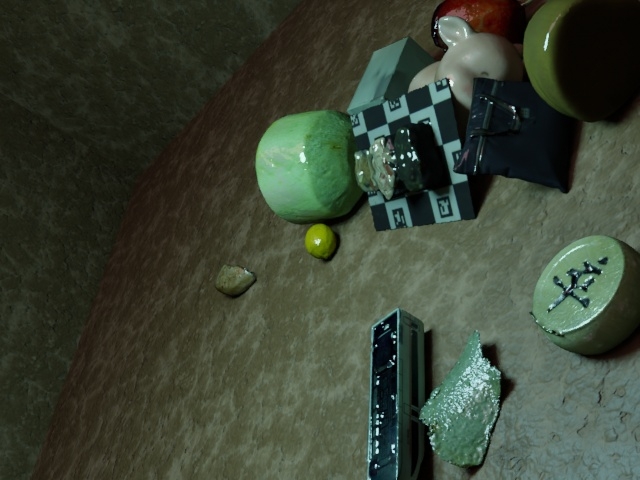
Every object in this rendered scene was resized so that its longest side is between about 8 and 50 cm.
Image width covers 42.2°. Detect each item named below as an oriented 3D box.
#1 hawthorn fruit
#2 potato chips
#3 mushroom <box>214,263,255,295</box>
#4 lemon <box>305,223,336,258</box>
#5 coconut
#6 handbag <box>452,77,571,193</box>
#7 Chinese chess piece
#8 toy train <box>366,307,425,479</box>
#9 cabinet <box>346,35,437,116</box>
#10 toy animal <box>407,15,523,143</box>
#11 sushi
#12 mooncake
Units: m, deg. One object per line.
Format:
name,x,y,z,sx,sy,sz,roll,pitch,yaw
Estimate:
hawthorn fruit,0.388,-0.506,1.934,0.251,0.189,0.190,-20,39,23
potato chips,0.241,0.268,1.398,0.167,0.059,0.228,-38,29,16
mushroom,-0.270,0.120,2.509,0.209,0.072,0.094,10,78,63
lemon,0.000,0.000,2.142,0.082,0.082,0.111,-45,34,25
coconut,-0.029,-0.196,2.191,0.328,0.281,0.329,-7,78,38
handbag,0.375,-0.209,1.588,0.089,0.210,0.254,86,-163,-58
Chinese chess piece,0.413,0.082,1.272,0.188,0.083,0.188,-45,25,28
toy train,0.141,0.311,1.490,0.086,0.088,0.407,-40,30,37
cabinet,0.197,-0.390,2.159,0.145,0.150,0.206,-10,51,53
toy animal,0.316,-0.333,1.826,0.326,0.236,0.270,-134,61,-66
sushi,0.153,-0.165,1.821,0.373,0.099,0.297,-7,97,59
mooncake,0.480,-0.330,1.495,0.235,0.234,0.117,-55,28,4
